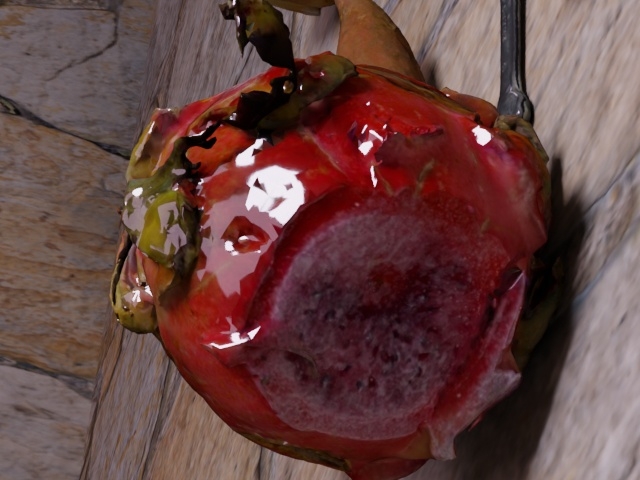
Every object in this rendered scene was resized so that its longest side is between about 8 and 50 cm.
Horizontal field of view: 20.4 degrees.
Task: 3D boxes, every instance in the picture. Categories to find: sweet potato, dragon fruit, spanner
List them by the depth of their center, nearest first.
[{"bbox_3d":[0.000,0.000,1.076,0.250,0.269,0.291,-63,19,12],"label":"dragon fruit"},{"bbox_3d":[0.129,-0.157,1.209,0.054,0.015,0.254,124,157,-51],"label":"spanner"},{"bbox_3d":[0.030,-0.030,1.333,0.106,0.095,0.354,1,74,31],"label":"sweet potato"}]

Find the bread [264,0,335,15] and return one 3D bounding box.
[{"bbox_3d":[-0.005,-0.310,1.713,0.241,0.107,0.136,135,142,-75],"label":"bread"}]
